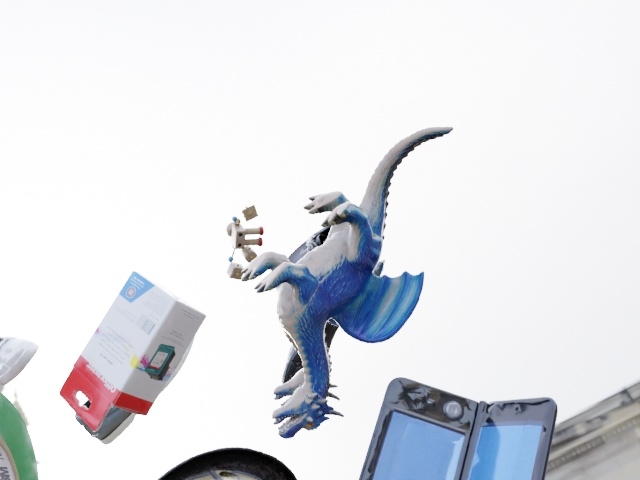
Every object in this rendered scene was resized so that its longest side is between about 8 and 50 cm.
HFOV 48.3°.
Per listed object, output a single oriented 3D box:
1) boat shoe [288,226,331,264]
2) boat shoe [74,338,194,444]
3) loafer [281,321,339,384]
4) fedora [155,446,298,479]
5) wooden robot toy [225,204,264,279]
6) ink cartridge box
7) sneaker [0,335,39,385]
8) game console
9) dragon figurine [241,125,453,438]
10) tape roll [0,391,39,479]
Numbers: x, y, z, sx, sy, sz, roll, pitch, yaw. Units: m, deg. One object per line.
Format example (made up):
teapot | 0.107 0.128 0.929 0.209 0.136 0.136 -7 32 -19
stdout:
boat shoe | 0.000 0.000 1.352 0.206 0.075 0.065 -35 -39 18
boat shoe | -0.395 0.293 1.532 0.099 0.116 0.319 41 -90 -23
loafer | -0.016 0.209 1.492 0.076 0.078 0.223 32 -101 -17
fedora | -0.120 0.456 0.995 0.334 0.152 0.334 -8 -76 -37
wooden robot toy | -0.170 -0.008 1.525 0.076 0.079 0.173 -4 -64 -27
ink cartridge box | -0.301 0.181 1.139 0.078 0.134 0.231 38 -99 -48
sneaker | -0.766 0.242 1.627 0.292 0.108 0.169 -18 -56 45
game console | 0.192 0.355 1.088 0.250 0.293 0.173 17 -27 9
dragon figurine | 0.032 0.035 0.638 0.289 0.085 0.144 -48 -67 -10
tape roll | -0.399 0.304 0.715 0.077 0.321 0.321 -2 -34 8
